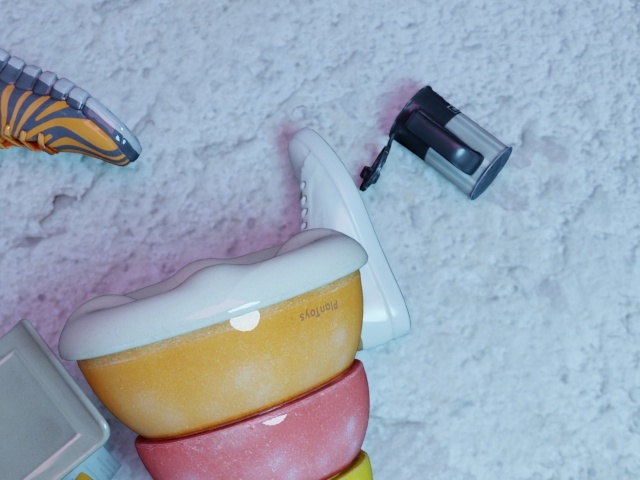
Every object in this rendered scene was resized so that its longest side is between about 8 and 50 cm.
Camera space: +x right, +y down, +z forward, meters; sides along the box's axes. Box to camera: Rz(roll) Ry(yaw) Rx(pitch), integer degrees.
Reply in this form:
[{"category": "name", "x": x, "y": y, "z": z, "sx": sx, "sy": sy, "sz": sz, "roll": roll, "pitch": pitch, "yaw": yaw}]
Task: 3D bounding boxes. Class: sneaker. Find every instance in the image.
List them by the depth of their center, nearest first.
[{"category": "sneaker", "x": 0.000, "y": 0.000, "z": 1.804, "sx": 0.123, "sy": 0.106, "sz": 0.290, "roll": -21, "pitch": 72, "yaw": -9}, {"category": "sneaker", "x": -0.387, "y": -0.128, "z": 1.864, "sx": 0.321, "sy": 0.124, "sz": 0.180, "roll": 26, "pitch": 77, "yaw": 21}]

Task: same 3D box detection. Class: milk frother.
[{"category": "milk frother", "x": 0.138, "y": -0.094, "z": 1.853, "sx": 0.135, "sy": 0.129, "sz": 0.143, "roll": 39, "pitch": 118, "yaw": 14}]

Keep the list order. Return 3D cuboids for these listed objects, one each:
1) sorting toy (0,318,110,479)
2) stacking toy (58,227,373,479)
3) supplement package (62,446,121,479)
[{"category": "sorting toy", "x": -0.341, "y": 0.211, "z": 1.618, "sx": 0.196, "sy": 0.047, "sz": 0.347, "roll": -41, "pitch": 64, "yaw": -3}, {"category": "stacking toy", "x": -0.059, "y": 0.252, "z": 1.631, "sx": 0.351, "sy": 0.350, "sz": 0.479, "roll": -17, "pitch": 92, "yaw": -5}, {"category": "supplement package", "x": -0.362, "y": 0.303, "z": 1.683, "sx": 0.134, "sy": 0.139, "sz": 0.244, "roll": 31, "pitch": 74, "yaw": 18}]
